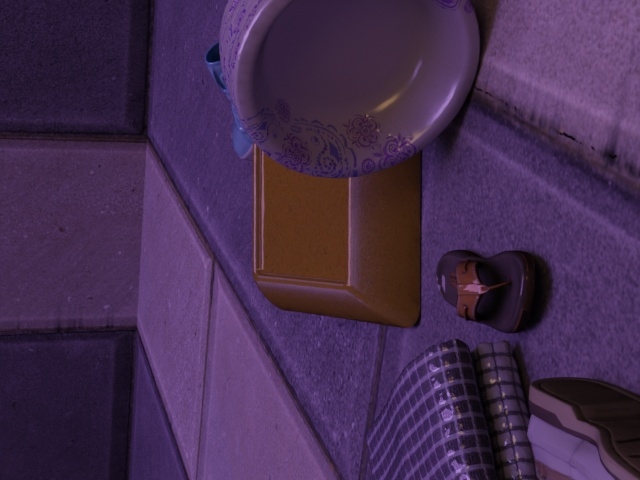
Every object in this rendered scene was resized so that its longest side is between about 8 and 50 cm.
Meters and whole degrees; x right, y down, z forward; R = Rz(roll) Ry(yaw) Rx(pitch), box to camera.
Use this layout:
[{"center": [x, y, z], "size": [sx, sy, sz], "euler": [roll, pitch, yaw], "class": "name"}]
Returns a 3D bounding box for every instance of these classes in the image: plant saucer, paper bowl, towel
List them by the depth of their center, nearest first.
[{"center": [0.134, 0.268, 1.144], "size": [0.283, 0.121, 0.235], "euler": [116, 149, -53], "class": "towel"}, {"center": [0.026, -0.224, 1.194], "size": [0.148, 0.284, 0.284], "euler": [-112, 28, -48], "class": "paper bowl"}, {"center": [0.000, -0.055, 1.449], "size": [0.333, 0.081, 0.332], "euler": [3, 93, 55], "class": "plant saucer"}]

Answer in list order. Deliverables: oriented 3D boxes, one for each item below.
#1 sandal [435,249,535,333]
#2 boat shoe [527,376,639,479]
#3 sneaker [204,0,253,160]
[{"center": [0.166, 0.048, 1.136], "size": [0.219, 0.060, 0.089], "euler": [-158, 69, -70], "class": "sandal"}, {"center": [0.252, 0.195, 0.830], "size": [0.302, 0.113, 0.103], "euler": [-137, 47, -79], "class": "boat shoe"}, {"center": [-0.144, -0.302, 1.900], "size": [0.135, 0.150, 0.365], "euler": [-110, 27, -46], "class": "sneaker"}]
